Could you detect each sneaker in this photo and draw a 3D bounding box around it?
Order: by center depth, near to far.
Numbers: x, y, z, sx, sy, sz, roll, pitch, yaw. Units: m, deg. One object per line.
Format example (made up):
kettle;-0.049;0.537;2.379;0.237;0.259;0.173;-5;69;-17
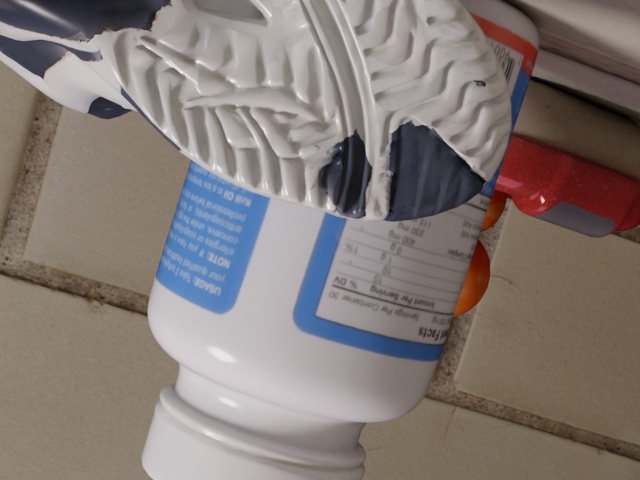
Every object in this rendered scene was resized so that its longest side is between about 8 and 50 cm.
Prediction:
sneaker;-0.046;-0.078;0.420;0.235;0.094;0.153;19;-175;6

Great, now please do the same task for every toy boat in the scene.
toy boat;0.089;-0.025;0.758;0.151;0.151;0.231;16;-176;-31

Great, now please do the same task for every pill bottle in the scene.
pill bottle;0.000;0.000;0.501;0.124;0.221;0.124;19;-176;-1
